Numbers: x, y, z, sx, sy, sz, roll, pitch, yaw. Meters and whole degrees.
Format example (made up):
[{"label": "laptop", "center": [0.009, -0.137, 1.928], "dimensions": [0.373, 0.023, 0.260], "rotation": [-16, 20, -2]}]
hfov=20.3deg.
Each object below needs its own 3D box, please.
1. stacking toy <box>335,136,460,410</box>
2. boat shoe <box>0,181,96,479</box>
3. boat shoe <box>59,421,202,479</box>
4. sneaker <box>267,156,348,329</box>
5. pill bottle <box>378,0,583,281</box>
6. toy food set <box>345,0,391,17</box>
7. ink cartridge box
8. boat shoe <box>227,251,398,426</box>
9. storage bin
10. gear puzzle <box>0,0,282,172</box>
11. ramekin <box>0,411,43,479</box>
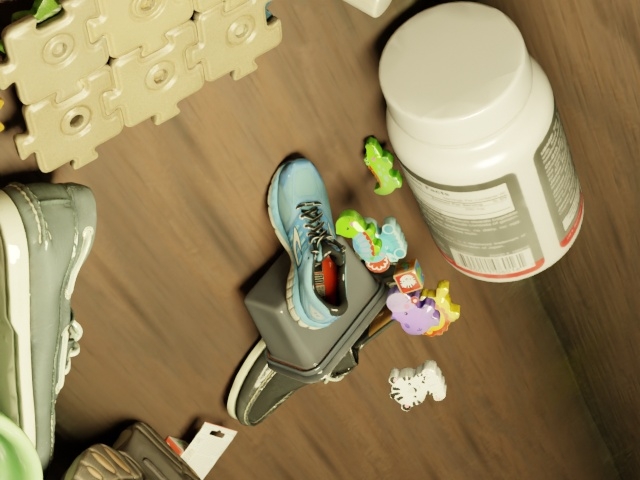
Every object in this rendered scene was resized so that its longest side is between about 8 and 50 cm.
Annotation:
[{"label": "stacking toy", "center": [0.069, 0.033, 1.709], "dimensions": [0.052, 0.167, 0.221], "rotation": [-17, 113, 18]}, {"label": "boat shoe", "center": [-0.235, 0.087, 1.506], "dimensions": [0.099, 0.116, 0.319], "rotation": [-19, 133, -30]}, {"label": "boat shoe", "center": [-0.193, 0.265, 1.624], "dimensions": [0.130, 0.132, 0.355], "rotation": [-44, 175, 5]}, {"label": "sneaker", "center": [0.000, 0.000, 1.665], "dimensions": [0.063, 0.073, 0.162], "rotation": [-13, 90, -27]}, {"label": "pill bottle", "center": [0.154, -0.093, 1.720], "dimensions": [0.161, 0.161, 0.283], "rotation": [-42, 146, -9]}, {"label": "toy food set", "center": [0.022, -0.272, 1.475], "dimensions": [0.111, 0.104, 0.232], "rotation": [-57, 166, -10]}, {"label": "ink cartridge box", "center": [-0.142, 0.228, 1.836], "dimensions": [0.115, 0.029, 0.063], "rotation": [-54, 146, 7]}, {"label": "boat shoe", "center": [0.000, 0.108, 1.831], "dimensions": [0.233, 0.079, 0.084], "rotation": [-44, 149, -4]}, {"label": "storage bin", "center": [-0.013, 0.054, 1.749], "dimensions": [0.135, 0.098, 0.091], "rotation": [-49, 131, -23]}, {"label": "gear puzzle", "center": [-0.181, -0.144, 1.403], "dimensions": [0.339, 0.044, 0.175], "rotation": [-31, 145, -19]}, {"label": "ramekin", "center": [-0.389, 0.211, 1.426], "dimensions": [0.303, 0.148, 0.303], "rotation": [-29, 143, -26]}]
